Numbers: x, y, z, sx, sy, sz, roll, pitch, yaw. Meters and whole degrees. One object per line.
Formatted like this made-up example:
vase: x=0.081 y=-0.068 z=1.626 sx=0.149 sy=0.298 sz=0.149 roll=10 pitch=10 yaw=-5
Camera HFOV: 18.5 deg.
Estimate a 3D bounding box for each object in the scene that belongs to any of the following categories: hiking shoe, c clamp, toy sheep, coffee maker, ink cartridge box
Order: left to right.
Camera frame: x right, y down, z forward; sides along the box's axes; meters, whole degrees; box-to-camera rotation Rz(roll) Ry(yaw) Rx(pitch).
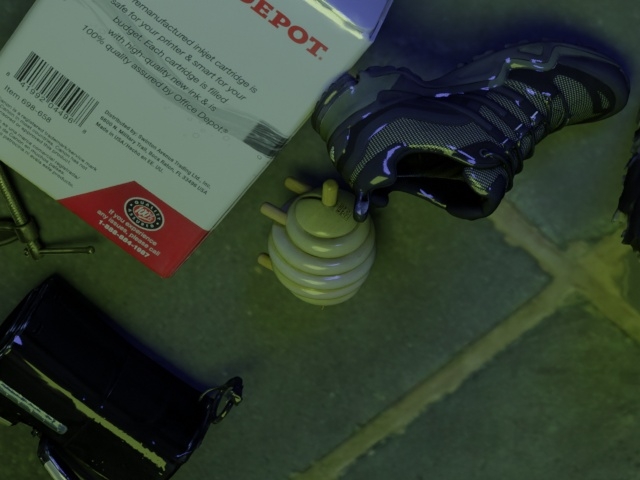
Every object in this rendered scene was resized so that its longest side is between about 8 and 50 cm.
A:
c clamp: x=-0.269 y=-0.046 z=1.563 sx=0.137 sy=0.022 sz=0.160 roll=-10 pitch=122 yaw=29
coffee maker: x=-0.183 y=0.117 z=1.604 sx=0.178 sy=0.120 sz=0.171 roll=39 pitch=103 yaw=-13
ink cartridge box: x=-0.101 y=-0.136 z=1.387 sx=0.197 sy=0.114 sz=0.273 roll=37 pitch=126 yaw=-9
toy sheep: x=0.000 y=0.000 z=1.471 sx=0.091 sy=0.091 sz=0.132 roll=13 pitch=145 yaw=8
hiking shoe: x=0.112 y=-0.064 z=1.330 sx=0.227 sy=0.114 sz=0.086 roll=-11 pitch=154 yaw=-14

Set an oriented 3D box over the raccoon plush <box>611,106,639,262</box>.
raccoon plush: x=0.393 y=-0.076 z=1.235 sx=0.299 sy=0.216 sz=0.446 roll=21 pitch=127 yaw=-8
